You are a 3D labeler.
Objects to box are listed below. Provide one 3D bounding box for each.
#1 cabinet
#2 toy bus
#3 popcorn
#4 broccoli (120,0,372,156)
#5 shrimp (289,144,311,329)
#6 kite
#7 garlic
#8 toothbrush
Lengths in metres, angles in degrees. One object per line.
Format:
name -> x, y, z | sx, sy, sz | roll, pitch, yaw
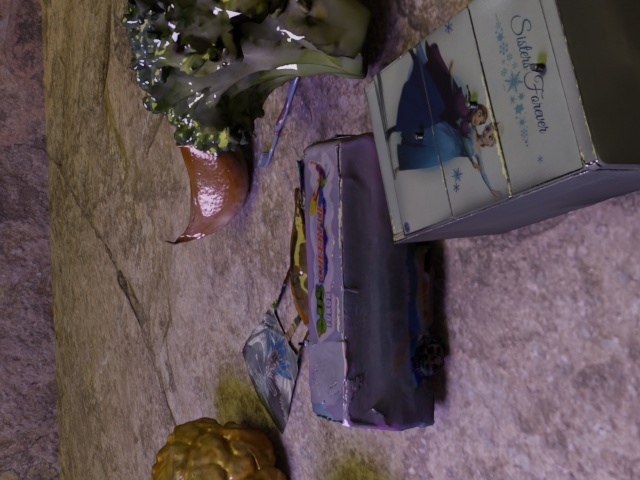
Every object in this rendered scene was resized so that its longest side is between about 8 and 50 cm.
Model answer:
cabinet -> 0.154, -0.094, 0.493 | 0.206, 0.150, 0.145 | -24, 74, 55
toy bus -> 0.053, 0.046, 0.670 | 0.112, 0.137, 0.317 | -2, 90, 58
popcorn -> -0.165, 0.406, 1.005 | 0.250, 0.189, 0.251 | -19, 66, 51
broccoli -> -0.086, -0.277, 0.732 | 0.334, 0.271, 0.324 | 91, 167, -75
shrimp -> 0.011, 0.003, 0.791 | 0.145, 0.059, 0.255 | 4, 92, 48
kite -> -0.063, 0.145, 0.966 | 0.169, 0.015, 0.310 | 53, 135, 40
garlic -> -0.173, -0.091, 1.027 | 0.115, 0.128, 0.207 | 14, 115, 10
toothbrush -> -0.057, -0.186, 0.920 | 0.013, 0.019, 0.193 | 58, 136, 36
